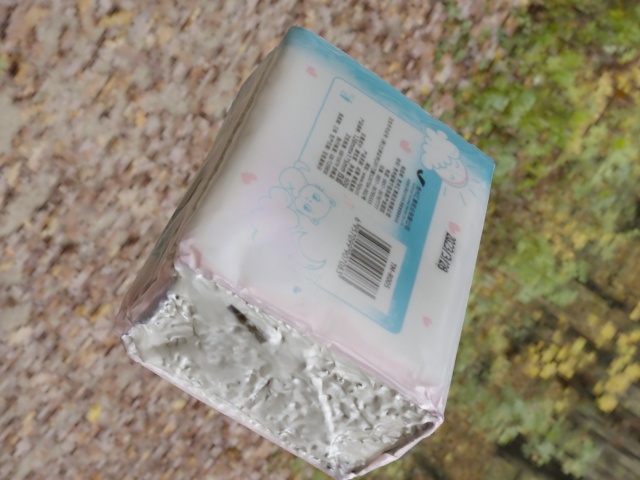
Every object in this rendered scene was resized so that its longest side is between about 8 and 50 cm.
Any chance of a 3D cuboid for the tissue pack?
[{"bbox_3d":[0.002,0.001,0.789,0.124,0.201,0.271,-52,-168,40],"label":"tissue pack"}]
